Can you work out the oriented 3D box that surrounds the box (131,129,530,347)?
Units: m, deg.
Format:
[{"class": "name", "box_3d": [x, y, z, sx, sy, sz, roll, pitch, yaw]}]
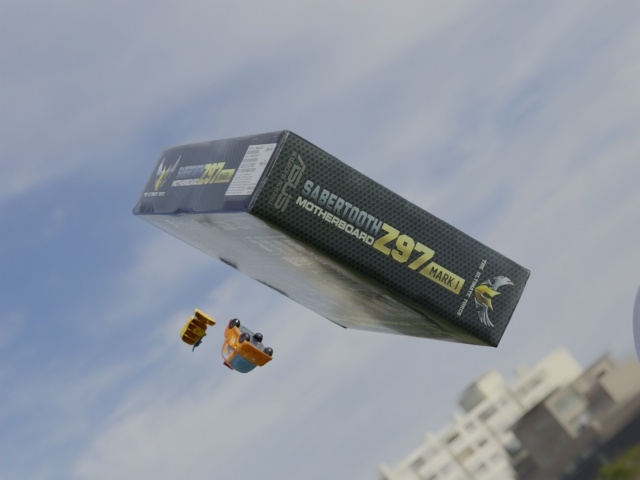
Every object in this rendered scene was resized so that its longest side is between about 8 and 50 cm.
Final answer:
[{"class": "box", "box_3d": [0.000, 0.000, 1.159, 0.059, 0.183, 0.232, -64, 20, -10]}]

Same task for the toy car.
[{"class": "toy car", "box_3d": [-0.093, 0.086, 1.601, 0.040, 0.060, 0.122, -53, -44, 6]}]

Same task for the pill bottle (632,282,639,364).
[{"class": "pill bottle", "box_3d": [0.428, 0.076, 1.610, 0.272, 0.152, 0.152, 2, -33, -26]}]
